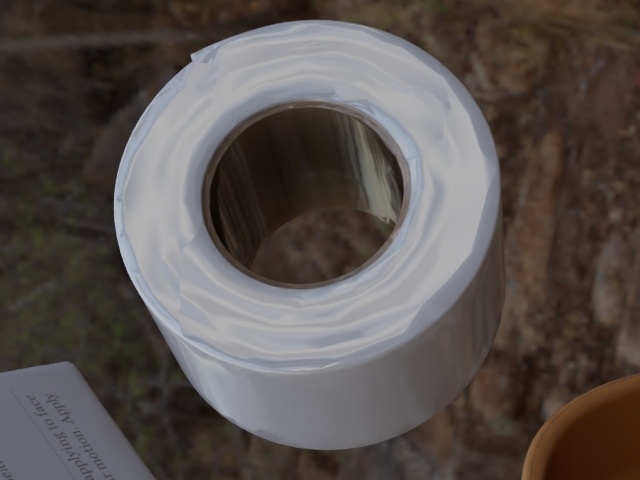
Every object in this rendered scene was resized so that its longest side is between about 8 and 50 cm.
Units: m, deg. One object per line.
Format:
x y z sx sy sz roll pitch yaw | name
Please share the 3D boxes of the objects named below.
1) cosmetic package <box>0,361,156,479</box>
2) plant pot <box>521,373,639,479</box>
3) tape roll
-0.144 0.154 0.606 0.151 0.184 0.151 50 129 32 | cosmetic package
0.222 0.211 0.829 0.291 0.291 0.203 -113 27 -64 | plant pot
0.000 0.000 1.204 0.169 0.246 0.246 73 -160 -66 | tape roll
